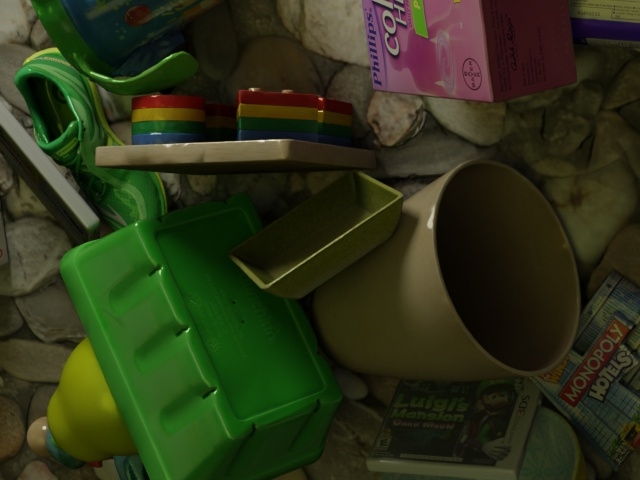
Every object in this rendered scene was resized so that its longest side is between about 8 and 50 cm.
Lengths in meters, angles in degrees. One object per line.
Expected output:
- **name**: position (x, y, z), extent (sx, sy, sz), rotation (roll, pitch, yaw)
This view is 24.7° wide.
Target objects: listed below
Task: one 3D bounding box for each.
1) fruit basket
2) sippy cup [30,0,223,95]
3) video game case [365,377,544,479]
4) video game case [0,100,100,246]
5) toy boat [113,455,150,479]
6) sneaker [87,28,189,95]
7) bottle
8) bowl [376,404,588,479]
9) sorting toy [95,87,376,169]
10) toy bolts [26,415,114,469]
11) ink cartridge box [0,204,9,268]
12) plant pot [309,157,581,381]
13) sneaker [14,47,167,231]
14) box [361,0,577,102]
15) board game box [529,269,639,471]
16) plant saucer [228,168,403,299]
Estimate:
- **fruit basket**: position (-0.185, 0.161, 1.858), extent (0.392, 0.283, 0.392), rotation (29, 127, 47)
- **sippy cup**: position (-0.220, -0.342, 1.770), extent (0.224, 0.240, 0.305), rotation (-20, 103, 13)
- **video game case**: position (0.169, 0.221, 1.797), extent (0.190, 0.173, 0.022), rotation (0, 128, 25)
- **video game case**: position (-0.369, -0.080, 1.957), extent (0.023, 0.193, 0.212), rotation (-39, 87, -14)
- **toy boat**: position (-0.138, 0.350, 1.989), extent (0.267, 0.148, 0.318), rotation (-32, 91, 29)
- **sneaker**: position (-0.234, -0.220, 1.904), extent (0.152, 0.058, 0.085), rotation (-25, 86, 22)
- **bottle**: position (0.385, -0.250, 1.577), extent (0.282, 0.118, 0.092), rotation (8, 109, 23)
- **bowl**: position (0.210, 0.351, 1.779), extent (0.289, 0.289, 0.156), rotation (-16, 120, 28)
- **sorting toy**: position (-0.097, -0.131, 1.769), extent (0.257, 0.255, 0.089), rotation (0, 90, 25)
- **toy bolts**: position (-0.368, 0.354, 2.081), extent (0.158, 0.218, 0.229), rotation (-2, 87, 31)
- **ink cartridge box**: position (-0.525, -0.046, 2.035), extent (0.092, 0.158, 0.218), rotation (5, 108, 23)
- **plant pot**: position (0.124, 0.067, 1.747), extent (0.274, 0.256, 0.256), rotation (-23, 96, 43)
- **sneaker**: position (-0.315, -0.114, 1.937), extent (0.109, 0.123, 0.295), rotation (-33, 91, 29)
- **box**: position (0.153, -0.273, 1.611), extent (0.243, 0.117, 0.214), rotation (18, 120, 60)
- **board game box**: position (0.334, 0.143, 1.759), extent (0.194, 0.060, 0.194), rotation (35, 117, 10)
- **plant saucer**: position (0.000, 0.000, 1.679), extent (0.188, 0.188, 0.045), rotation (-34, 108, -7)
